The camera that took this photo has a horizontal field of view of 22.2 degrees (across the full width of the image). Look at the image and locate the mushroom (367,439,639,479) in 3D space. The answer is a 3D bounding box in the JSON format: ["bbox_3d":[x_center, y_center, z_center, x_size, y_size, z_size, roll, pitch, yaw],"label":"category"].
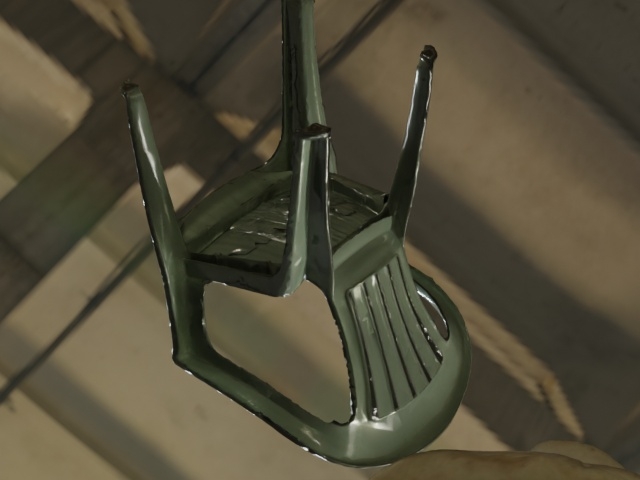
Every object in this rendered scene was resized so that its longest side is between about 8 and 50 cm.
[{"bbox_3d":[0.119,0.207,0.932,0.260,0.234,0.254,-25,-63,31],"label":"mushroom"}]

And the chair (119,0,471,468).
[{"bbox_3d":[0.000,0.000,1.138,0.190,0.203,0.275,22,-48,33],"label":"chair"}]
